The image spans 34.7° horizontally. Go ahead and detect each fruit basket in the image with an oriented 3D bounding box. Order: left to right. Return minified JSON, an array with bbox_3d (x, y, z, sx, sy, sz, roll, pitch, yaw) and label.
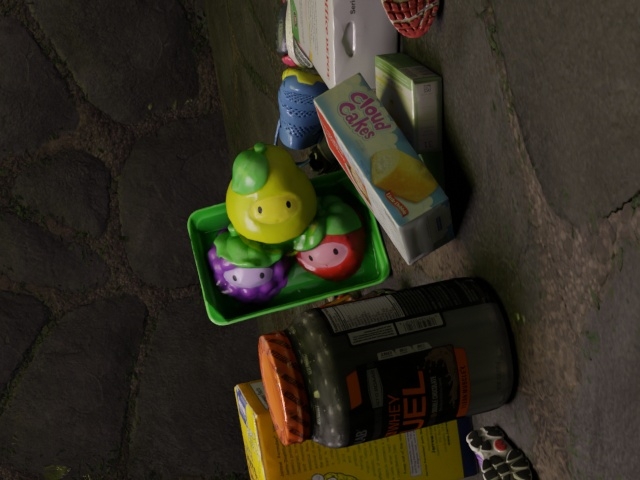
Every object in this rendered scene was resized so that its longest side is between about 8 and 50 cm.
[{"bbox_3d":[-0.071,-0.013,1.981,0.392,0.392,0.282,113,144,-68],"label":"fruit basket"}]

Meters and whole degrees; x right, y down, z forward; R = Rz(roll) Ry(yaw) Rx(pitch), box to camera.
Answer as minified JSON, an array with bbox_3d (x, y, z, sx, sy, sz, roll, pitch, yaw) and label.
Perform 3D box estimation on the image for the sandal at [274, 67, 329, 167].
[{"bbox_3d":[-0.036,-0.245,2.109,0.317,0.126,0.138,93,-167,-72],"label":"sandal"}]

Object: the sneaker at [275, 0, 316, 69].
[{"bbox_3d":[-0.015,-0.477,1.956,0.112,0.121,0.299,18,122,42],"label":"sneaker"}]

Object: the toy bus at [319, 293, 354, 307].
[{"bbox_3d":[0.015,0.190,2.270,0.191,0.104,0.202,39,142,44],"label":"toy bus"}]

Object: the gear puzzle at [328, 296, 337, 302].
[{"bbox_3d":[0.000,0.000,2.442,0.339,0.044,0.175,-117,18,-58],"label":"gear puzzle"}]

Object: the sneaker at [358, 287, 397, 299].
[{"bbox_3d":[0.067,0.251,2.026,0.482,0.185,0.202,104,163,-44],"label":"sneaker"}]

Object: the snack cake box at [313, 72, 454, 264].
[{"bbox_3d":[0.098,-0.109,1.582,0.264,0.089,0.152,58,178,25],"label":"snack cake box"}]

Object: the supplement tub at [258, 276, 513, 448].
[{"bbox_3d":[0.092,0.182,1.499,0.207,0.338,0.207,168,90,-78],"label":"supplement tub"}]

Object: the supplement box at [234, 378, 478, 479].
[{"bbox_3d":[0.056,0.320,1.735,0.194,0.357,0.195,-152,52,-75],"label":"supplement box"}]

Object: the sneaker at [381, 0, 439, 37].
[{"bbox_3d":[0.122,-0.405,1.482,0.093,0.088,0.225,-18,-82,-82],"label":"sneaker"}]

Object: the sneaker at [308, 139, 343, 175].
[{"bbox_3d":[0.010,-0.163,2.129,0.170,0.075,0.063,93,154,-70],"label":"sneaker"}]

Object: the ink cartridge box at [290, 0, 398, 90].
[{"bbox_3d":[0.035,-0.398,1.744,0.278,0.117,0.201,-117,20,-52],"label":"ink cartridge box"}]

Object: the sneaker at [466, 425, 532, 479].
[{"bbox_3d":[0.273,0.341,1.519,0.170,0.068,0.071,-110,-3,-67],"label":"sneaker"}]

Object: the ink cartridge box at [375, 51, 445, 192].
[{"bbox_3d":[0.142,-0.165,1.627,0.171,0.056,0.235,-127,30,-61],"label":"ink cartridge box"}]
